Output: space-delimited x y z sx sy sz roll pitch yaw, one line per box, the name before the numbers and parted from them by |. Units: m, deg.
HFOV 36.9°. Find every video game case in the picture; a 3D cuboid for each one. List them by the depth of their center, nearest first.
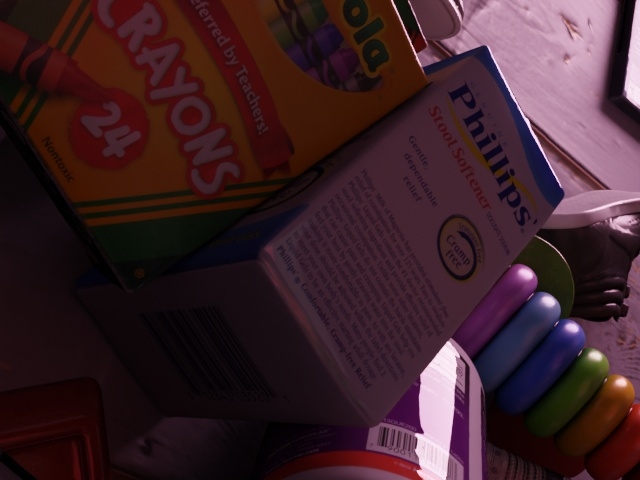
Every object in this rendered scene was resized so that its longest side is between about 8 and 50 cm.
video game case | 0.499 -0.277 1.387 0.196 0.026 0.274 28 65 -33

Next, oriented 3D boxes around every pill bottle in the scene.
pill bottle | 0.043 0.177 0.767 0.181 0.181 0.323 59 19 -16

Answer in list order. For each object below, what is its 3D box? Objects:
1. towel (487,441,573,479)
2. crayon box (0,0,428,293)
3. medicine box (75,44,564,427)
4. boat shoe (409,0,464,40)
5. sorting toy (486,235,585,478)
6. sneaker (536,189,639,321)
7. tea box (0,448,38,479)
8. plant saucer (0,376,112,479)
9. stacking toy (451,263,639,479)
towel | 0.201 0.390 0.915 0.312 0.056 0.324 26 77 -10
crayon box | -0.062 -0.139 0.654 0.318 0.081 0.202 -37 116 -18
medicine box | 0.000 0.000 0.771 0.289 0.263 0.149 -44 111 -35
boat shoe | 0.030 -0.326 0.950 0.335 0.112 0.095 31 69 -28
sorting toy | 0.232 0.076 1.080 0.126 0.127 0.366 -6 83 -69
sneaker | 0.356 0.018 1.181 0.295 0.104 0.147 -12 103 -44
tea box | -0.178 0.331 0.499 0.329 0.220 0.323 42 75 -6
plant saucer | -0.247 0.243 0.670 0.258 0.047 0.259 -5 87 -40
stacking toy | 0.250 0.151 0.940 0.330 0.141 0.141 41 53 12
